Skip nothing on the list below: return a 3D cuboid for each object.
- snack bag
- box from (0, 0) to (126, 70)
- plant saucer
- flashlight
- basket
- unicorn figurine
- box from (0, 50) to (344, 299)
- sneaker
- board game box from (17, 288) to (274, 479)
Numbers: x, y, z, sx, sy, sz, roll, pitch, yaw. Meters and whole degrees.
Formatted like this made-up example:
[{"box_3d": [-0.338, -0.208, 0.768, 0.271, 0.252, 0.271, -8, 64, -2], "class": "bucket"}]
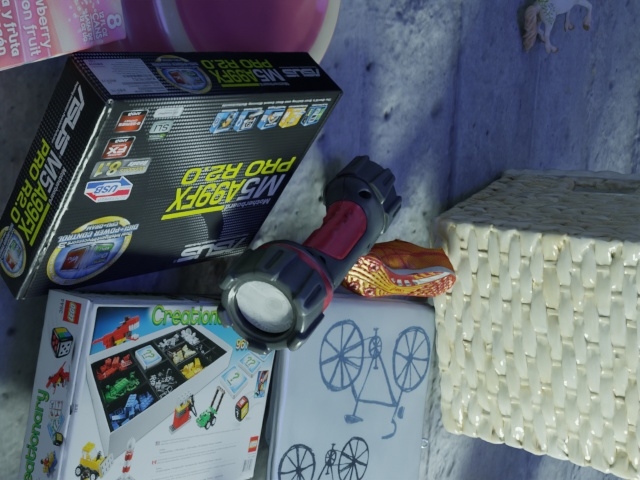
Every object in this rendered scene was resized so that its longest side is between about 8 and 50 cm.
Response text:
[{"box_3d": [0.037, 0.235, 1.257, 0.323, 0.037, 0.343, 8, 87, -53], "class": "snack bag"}, {"box_3d": [-0.256, -0.276, 0.723, 0.142, 0.154, 0.300, -27, 117, -43], "class": "box"}, {"box_3d": [-0.088, -0.253, 0.981, 0.332, 0.084, 0.332, -14, 108, -47], "class": "plant saucer"}, {"box_3d": [0.000, 0.000, 1.087, 0.103, 0.103, 0.304, -51, 180, 37], "class": "flashlight"}, {"box_3d": [0.337, 0.098, 1.360, 0.266, 0.328, 0.331, -26, 116, -48], "class": "basket"}, {"box_3d": [0.344, -0.341, 1.485, 0.162, 0.060, 0.111, -47, 132, -32], "class": "unicorn figurine"}, {"box_3d": [-0.130, -0.062, 0.909, 0.270, 0.060, 0.216, -11, 143, -48], "class": "box"}, {"box_3d": [0.080, 0.030, 1.258, 0.175, 0.067, 0.064, 9, 129, -29], "class": "sneaker"}, {"box_3d": [-0.149, 0.147, 0.990, 0.305, 0.053, 0.193, 8, 92, -60], "class": "board game box"}]
